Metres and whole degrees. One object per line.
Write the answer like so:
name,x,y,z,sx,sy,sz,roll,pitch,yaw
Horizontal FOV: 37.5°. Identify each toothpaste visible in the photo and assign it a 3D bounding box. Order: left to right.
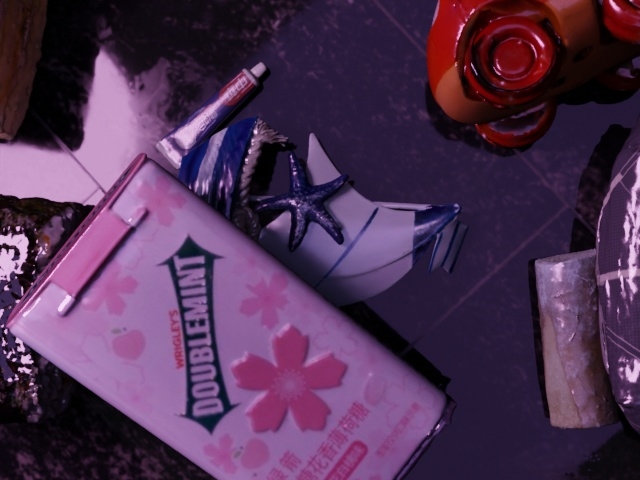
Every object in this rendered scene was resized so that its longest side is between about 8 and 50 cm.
toothpaste,-0.106,-0.129,0.950,0.140,0.021,0.037,-42,81,7

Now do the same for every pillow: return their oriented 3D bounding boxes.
pillow,0.325,0.044,0.851,0.162,0.092,0.335,2,87,-29

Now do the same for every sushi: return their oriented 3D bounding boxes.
sushi,-0.293,0.063,0.913,0.126,0.136,0.225,-1,82,3

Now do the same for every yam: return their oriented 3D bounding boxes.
yam,0.241,0.093,0.889,0.068,0.068,0.169,-4,89,6

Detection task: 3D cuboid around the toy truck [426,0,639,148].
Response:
toy truck,0.196,-0.234,0.842,0.265,0.189,0.239,-28,77,6

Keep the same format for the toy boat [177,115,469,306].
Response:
toy boat,-0.014,-0.028,0.920,0.292,0.070,0.210,-19,92,2

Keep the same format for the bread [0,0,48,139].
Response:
bread,-0.468,-0.238,0.917,0.375,0.165,0.236,7,88,8

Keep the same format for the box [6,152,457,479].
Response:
box,-0.071,0.107,0.844,0.370,0.112,0.190,41,87,-16
